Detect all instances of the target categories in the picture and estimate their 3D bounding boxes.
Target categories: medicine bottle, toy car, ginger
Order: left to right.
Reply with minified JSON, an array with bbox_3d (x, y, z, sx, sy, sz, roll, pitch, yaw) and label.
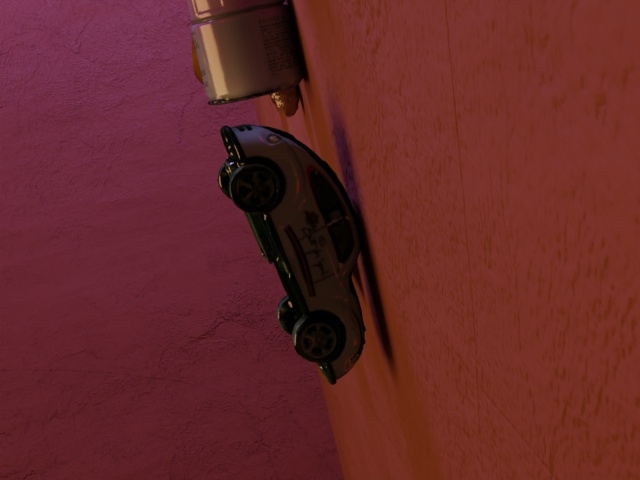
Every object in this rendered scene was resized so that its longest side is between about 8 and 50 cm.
[{"bbox_3d":[-0.101,-0.271,1.259,0.135,0.135,0.169,-120,16,-76],"label":"medicine bottle"},{"bbox_3d":[-0.089,-0.315,1.388,0.089,0.075,0.288,-52,-53,-65],"label":"ginger"},{"bbox_3d":[-0.016,0.003,1.068,0.306,0.125,0.136,66,173,-12],"label":"toy car"}]

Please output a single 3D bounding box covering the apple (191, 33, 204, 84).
[{"bbox_3d":[-0.176,-0.366,1.878,0.147,0.146,0.163,56,-147,-83],"label":"apple"}]
